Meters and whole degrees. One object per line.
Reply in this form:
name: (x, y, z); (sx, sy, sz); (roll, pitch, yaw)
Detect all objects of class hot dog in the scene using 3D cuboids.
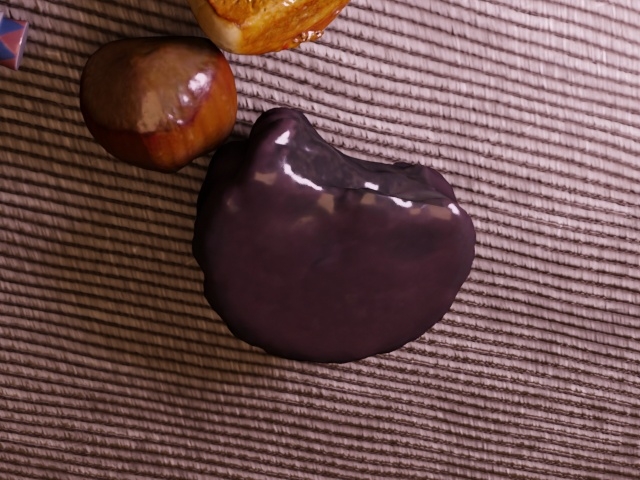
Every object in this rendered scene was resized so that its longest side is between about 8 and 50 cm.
hot dog: (-0.046, -0.335, 1.330); (0.256, 0.153, 0.150); (-33, 84, -4)

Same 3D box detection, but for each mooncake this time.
mooncake: (0.000, 0.000, 1.449); (0.381, 0.212, 0.351); (30, 111, -20)

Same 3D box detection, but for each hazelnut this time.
hazelnut: (-0.214, -0.174, 1.360); (0.210, 0.186, 0.210); (-1, 106, -2)

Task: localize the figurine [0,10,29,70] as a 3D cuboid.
figurine: (-0.504, -0.297, 1.297); (0.275, 0.161, 0.158); (37, 64, -23)
